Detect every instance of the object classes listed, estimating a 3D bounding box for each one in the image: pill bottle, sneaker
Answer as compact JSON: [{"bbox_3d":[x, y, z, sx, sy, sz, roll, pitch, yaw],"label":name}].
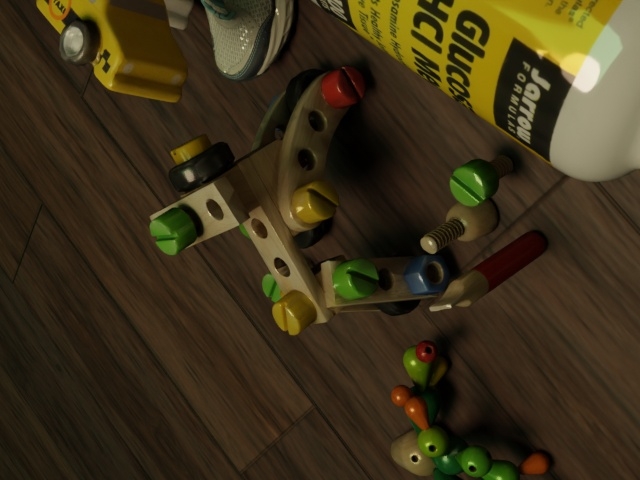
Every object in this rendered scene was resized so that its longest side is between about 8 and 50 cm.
[{"bbox_3d":[0.153,-0.158,0.589,0.334,0.188,0.188,39,135,24],"label":"pill bottle"},{"bbox_3d":[-0.102,-0.276,0.837,0.110,0.122,0.283,22,127,37],"label":"sneaker"}]

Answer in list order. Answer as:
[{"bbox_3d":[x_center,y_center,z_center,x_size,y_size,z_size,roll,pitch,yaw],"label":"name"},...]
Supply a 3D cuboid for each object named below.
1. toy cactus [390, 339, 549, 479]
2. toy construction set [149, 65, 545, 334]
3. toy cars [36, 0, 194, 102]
[{"bbox_3d":[0.125,0.202,0.917,0.219,0.112,0.180,58,159,-1],"label":"toy cactus"},{"bbox_3d":[0.000,0.000,0.802,0.309,0.237,0.257,15,122,40],"label":"toy construction set"},{"bbox_3d":[-0.185,-0.253,0.851,0.176,0.393,0.087,29,112,-21],"label":"toy cars"}]
